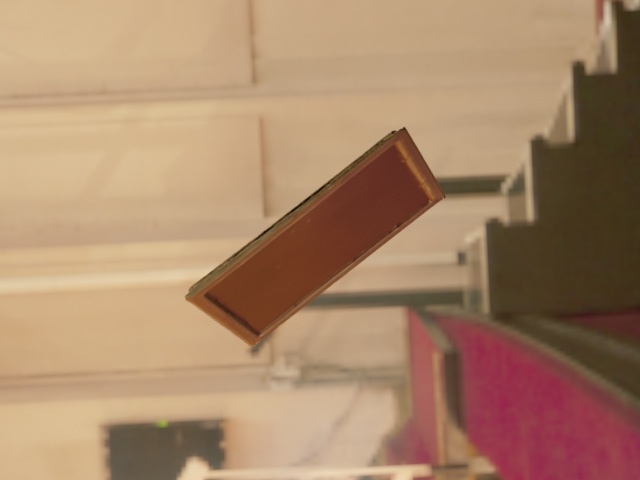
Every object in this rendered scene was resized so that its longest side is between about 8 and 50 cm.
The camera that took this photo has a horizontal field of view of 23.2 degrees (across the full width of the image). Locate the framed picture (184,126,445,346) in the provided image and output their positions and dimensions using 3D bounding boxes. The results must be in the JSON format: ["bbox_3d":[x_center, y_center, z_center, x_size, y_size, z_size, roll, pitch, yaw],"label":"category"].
[{"bbox_3d":[0.000,0.000,1.081,0.011,0.183,0.142,53,-178,23],"label":"framed picture"}]
